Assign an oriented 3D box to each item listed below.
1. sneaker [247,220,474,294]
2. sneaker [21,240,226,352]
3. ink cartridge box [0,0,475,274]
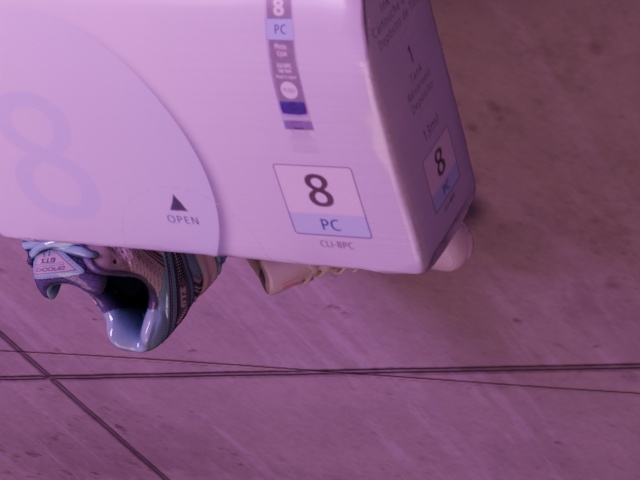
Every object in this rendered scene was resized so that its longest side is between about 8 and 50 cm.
[{"bbox_3d":[0.000,0.000,1.383,0.232,0.115,0.090,13,150,9],"label":"sneaker"},{"bbox_3d":[-0.165,-0.028,1.245,0.110,0.122,0.283,-1,141,38],"label":"sneaker"},{"bbox_3d":[-0.103,-0.161,0.986,0.308,0.091,0.385,5,132,30],"label":"ink cartridge box"}]
